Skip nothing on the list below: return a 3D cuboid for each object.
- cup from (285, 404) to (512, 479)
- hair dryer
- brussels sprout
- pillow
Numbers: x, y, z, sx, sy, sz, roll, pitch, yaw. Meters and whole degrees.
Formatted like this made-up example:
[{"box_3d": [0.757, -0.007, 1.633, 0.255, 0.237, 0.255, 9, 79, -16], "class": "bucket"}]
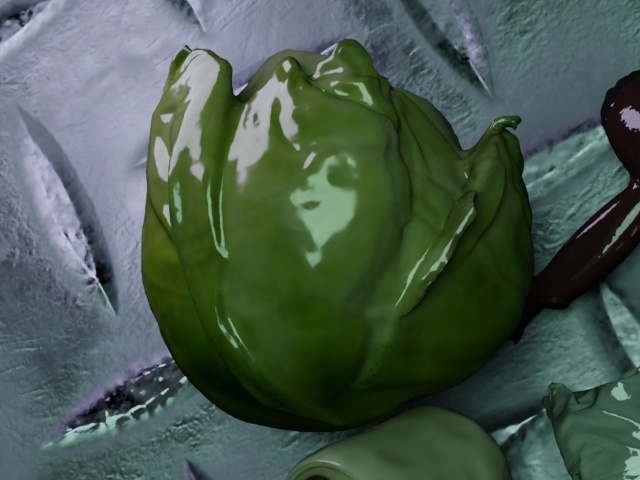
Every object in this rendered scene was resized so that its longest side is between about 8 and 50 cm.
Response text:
[{"box_3d": [0.098, 0.303, 1.685, 0.173, 0.202, 0.255, -31, 80, 43], "class": "cup"}, {"box_3d": [0.339, 0.017, 1.751, 0.340, 0.123, 0.312, -47, 57, 13], "class": "hair dryer"}, {"box_3d": [-0.009, 0.013, 1.728, 0.425, 0.342, 0.361, 10, 71, 30], "class": "brussels sprout"}, {"box_3d": [0.393, 0.235, 1.661, 0.283, 0.138, 0.310, -21, 72, 2], "class": "pillow"}]
